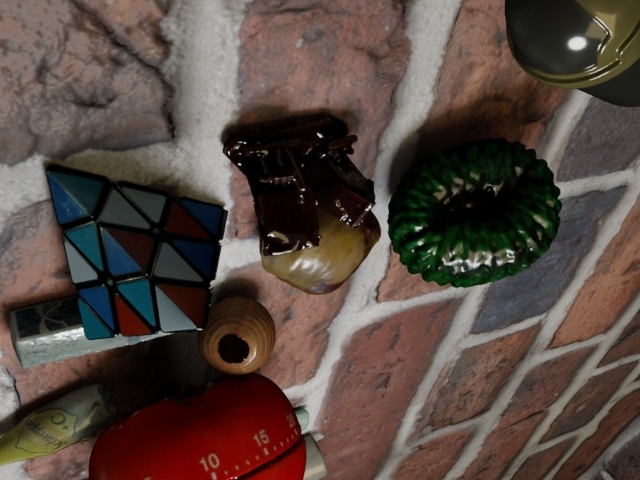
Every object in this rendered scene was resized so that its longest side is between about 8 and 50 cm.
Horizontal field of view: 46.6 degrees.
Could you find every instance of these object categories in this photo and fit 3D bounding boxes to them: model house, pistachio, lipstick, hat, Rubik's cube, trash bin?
[{"bbox_3d":[-0.017,-0.076,1.048,0.203,0.164,0.141,-19,148,-18],"label":"model house"},{"bbox_3d":[0.000,0.000,1.191,0.210,0.130,0.165,-17,102,-17],"label":"pistachio"},{"bbox_3d":[-0.320,0.119,1.139,0.289,0.077,0.076,-13,138,-21],"label":"lipstick"},{"bbox_3d":[0.245,-0.028,1.281,0.274,0.242,0.332,-3,165,-1],"label":"hat"},{"bbox_3d":[-0.220,0.026,1.062,0.234,0.284,0.250,-39,165,-44],"label":"Rubik's cube"},{"bbox_3d":[0.377,-0.301,1.016,0.334,0.214,0.214,6,131,-50],"label":"trash bin"}]

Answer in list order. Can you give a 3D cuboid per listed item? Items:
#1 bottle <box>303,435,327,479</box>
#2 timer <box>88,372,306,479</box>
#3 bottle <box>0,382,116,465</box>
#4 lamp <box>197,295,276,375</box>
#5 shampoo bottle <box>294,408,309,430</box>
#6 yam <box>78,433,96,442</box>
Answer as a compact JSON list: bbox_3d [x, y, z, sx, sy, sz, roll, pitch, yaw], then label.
[{"bbox_3d":[-0.108,0.566,1.802,0.233,0.110,0.110,-20,143,-13],"label":"bottle"},{"bbox_3d":[-0.211,0.396,1.314,0.378,0.279,0.378,-20,178,-1],"label":"timer"},{"bbox_3d":[-0.487,0.336,1.277,0.269,0.083,0.083,-27,144,-6],"label":"bottle"},{"bbox_3d":[-0.143,0.162,1.270,0.136,0.136,0.136,-19,143,-15],"label":"lamp"},{"bbox_3d":[-0.119,0.426,1.681,0.190,0.041,0.069,-7,144,-28],"label":"shampoo bottle"},{"bbox_3d":[-0.476,0.373,1.385,0.116,0.021,0.021,-8,139,-26],"label":"yam"}]
